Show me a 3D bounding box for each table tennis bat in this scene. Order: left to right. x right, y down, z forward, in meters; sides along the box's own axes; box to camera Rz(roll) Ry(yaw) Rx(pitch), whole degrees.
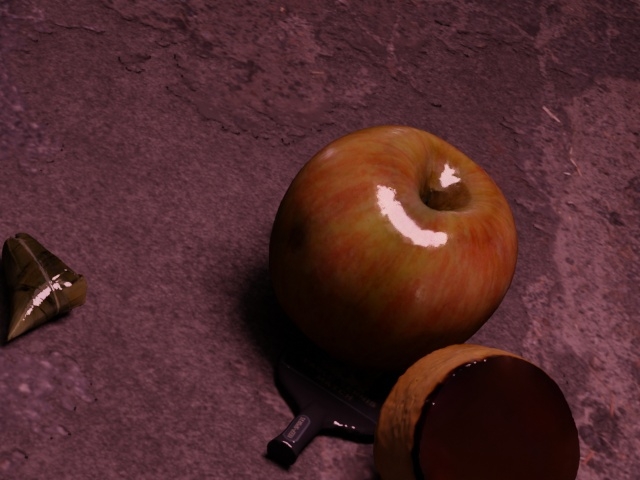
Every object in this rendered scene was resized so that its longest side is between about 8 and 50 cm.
[{"bbox_3d":[0.008,0.168,1.914,0.150,0.027,0.236,32,32,10],"label":"table tennis bat"}]

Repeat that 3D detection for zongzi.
[{"bbox_3d":[-0.307,0.048,1.850,0.104,0.052,0.113,34,47,25],"label":"zongzi"}]

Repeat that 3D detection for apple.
[{"bbox_3d":[0.068,0.018,1.952,0.264,0.264,0.264,18,34,-13],"label":"apple"}]

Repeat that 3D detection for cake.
[{"bbox_3d":[0.137,0.206,1.839,0.185,0.178,0.208,29,69,-20],"label":"cake"}]
